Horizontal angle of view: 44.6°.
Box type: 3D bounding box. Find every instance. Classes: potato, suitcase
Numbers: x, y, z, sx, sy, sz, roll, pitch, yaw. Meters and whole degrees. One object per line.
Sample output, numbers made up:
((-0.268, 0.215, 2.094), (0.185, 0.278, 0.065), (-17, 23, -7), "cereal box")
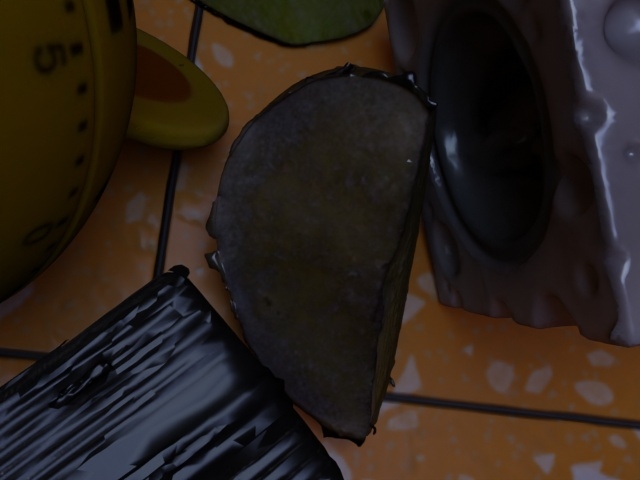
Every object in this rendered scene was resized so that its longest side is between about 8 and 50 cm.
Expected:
((0.000, 0.000, 0.536), (0.138, 0.098, 0.243), (13, 103, 12), "potato")
((-0.167, 0.169, 0.400), (0.335, 0.229, 0.152), (-36, 94, -16), "suitcase")

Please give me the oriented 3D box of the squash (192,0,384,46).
((-0.059, -0.261, 0.622), (0.236, 0.155, 0.204), (-26, 47, -13), "squash")

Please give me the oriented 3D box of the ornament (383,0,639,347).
((0.203, -0.088, 0.496), (0.239, 0.240, 0.239), (-13, 93, -13), "ornament")

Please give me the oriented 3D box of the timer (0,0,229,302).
((-0.251, -0.127, 0.417), (0.376, 0.376, 0.387), (34, 31, -2), "timer")
